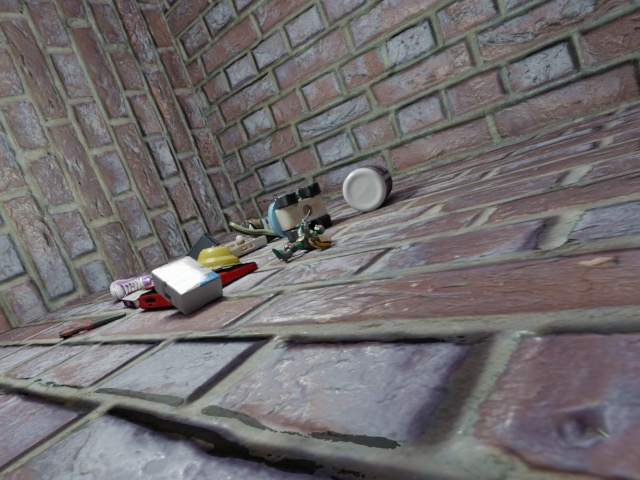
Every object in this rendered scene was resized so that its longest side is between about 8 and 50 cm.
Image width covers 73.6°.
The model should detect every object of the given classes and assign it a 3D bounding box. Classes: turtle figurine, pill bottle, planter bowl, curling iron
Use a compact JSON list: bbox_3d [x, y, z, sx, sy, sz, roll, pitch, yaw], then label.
[{"bbox_3d":[-0.065,-0.014,1.586,0.234,0.118,0.175,-39,-1,-16],"label":"turtle figurine"},{"bbox_3d":[0.252,-0.276,2.159,0.210,0.210,0.363,-17,8,21],"label":"pill bottle"},{"bbox_3d":[-0.452,0.076,1.841,0.217,0.090,0.217,-11,-2,0],"label":"planter bowl"},{"bbox_3d":[-0.888,0.324,1.663,0.274,0.035,0.068,-20,9,4],"label":"curling iron"}]

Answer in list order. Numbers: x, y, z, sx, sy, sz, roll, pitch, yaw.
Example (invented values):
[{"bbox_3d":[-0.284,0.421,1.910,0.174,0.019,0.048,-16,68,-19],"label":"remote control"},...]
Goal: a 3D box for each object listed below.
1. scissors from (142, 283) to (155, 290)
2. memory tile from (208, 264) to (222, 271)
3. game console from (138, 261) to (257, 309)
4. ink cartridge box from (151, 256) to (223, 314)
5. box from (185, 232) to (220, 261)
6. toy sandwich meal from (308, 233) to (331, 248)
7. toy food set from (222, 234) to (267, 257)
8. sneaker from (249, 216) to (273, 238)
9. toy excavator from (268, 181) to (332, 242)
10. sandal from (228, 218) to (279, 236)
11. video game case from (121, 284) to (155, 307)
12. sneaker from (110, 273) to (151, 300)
[{"bbox_3d":[-0.698,0.191,1.821,0.109,0.021,0.297,-23,3,-27],"label":"scissors"},{"bbox_3d":[-0.454,0.126,1.660,0.148,0.012,0.113,-17,5,-17],"label":"memory tile"},{"bbox_3d":[-0.472,0.171,1.628,0.387,0.060,0.342,-11,7,43],"label":"game console"},{"bbox_3d":[-0.422,0.137,1.353,0.191,0.082,0.140,22,36,40],"label":"ink cartridge box"},{"bbox_3d":[-0.665,0.049,2.434,0.153,0.108,0.207,-50,10,-3],"label":"box"},{"bbox_3d":[0.000,0.000,1.514,0.086,0.029,0.085,15,28,-8],"label":"toy sandwich meal"},{"bbox_3d":[-0.438,0.030,2.249,0.220,0.092,0.306,-25,9,-28],"label":"toy food set"},{"bbox_3d":[-0.282,-0.084,2.450,0.316,0.127,0.182,-18,-1,-25],"label":"sneaker"},{"bbox_3d":[-0.117,-0.148,2.182,0.433,0.222,0.445,-26,10,-34],"label":"toy excavator"},{"bbox_3d":[-0.335,-0.069,2.261,0.303,0.086,0.120,7,-4,-22],"label":"sandal"},{"bbox_3d":[-0.742,0.231,1.880,0.210,0.041,0.232,-27,10,-35],"label":"video game case"},{"bbox_3d":[-0.993,0.234,2.266,0.161,0.102,0.282,-18,8,-1],"label":"sneaker"}]
